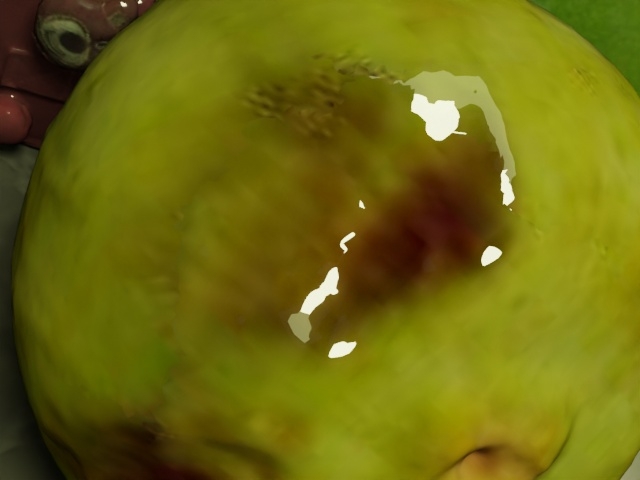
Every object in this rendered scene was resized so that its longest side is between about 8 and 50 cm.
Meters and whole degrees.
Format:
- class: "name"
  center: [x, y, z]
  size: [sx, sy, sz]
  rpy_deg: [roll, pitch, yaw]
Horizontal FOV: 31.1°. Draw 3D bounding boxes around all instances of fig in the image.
- class: "fig"
  center: [0.000, 0.000, 0.440]
  size: [0.239, 0.239, 0.271]
  rpy_deg: [1, 34, -28]

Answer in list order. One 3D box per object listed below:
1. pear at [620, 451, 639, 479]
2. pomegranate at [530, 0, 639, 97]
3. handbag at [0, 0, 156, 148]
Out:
- class: "pear"
  center: [0.229, 0.133, 0.430]
  size: [0.271, 0.271, 0.271]
  rpy_deg: [15, 46, -16]
- class: "pomegranate"
  center: [0.136, -0.131, 0.635]
  size: [0.270, 0.254, 0.254]
  rpy_deg: [3, 39, 21]
- class: "handbag"
  center: [-0.169, -0.128, 0.484]
  size: [0.216, 0.203, 0.074]
  rpy_deg: [18, 53, -14]
